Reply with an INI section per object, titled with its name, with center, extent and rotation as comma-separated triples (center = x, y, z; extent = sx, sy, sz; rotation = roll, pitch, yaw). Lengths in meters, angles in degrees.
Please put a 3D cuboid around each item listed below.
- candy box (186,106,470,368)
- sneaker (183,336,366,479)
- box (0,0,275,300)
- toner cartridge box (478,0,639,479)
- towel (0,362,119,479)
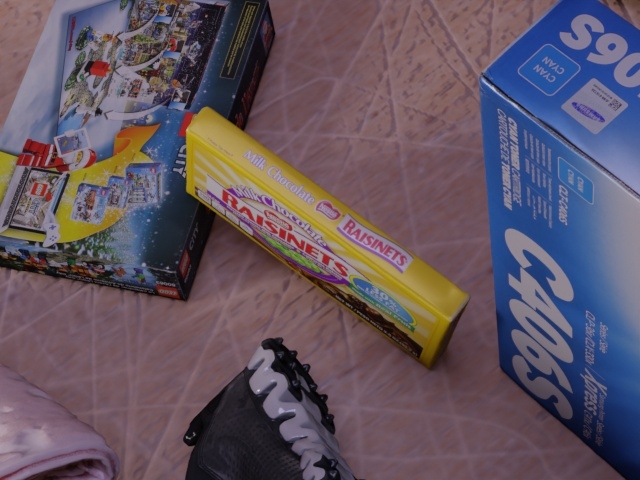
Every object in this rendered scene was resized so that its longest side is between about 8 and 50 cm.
[candy box]
center = 0.000, 0.000, 1.077
extent = 0.206, 0.105, 0.027
rotation = 36, 68, 9
[sneaker]
center = -0.027, 0.159, 1.006
extent = 0.106, 0.078, 0.234
rotation = -38, 34, 7
[box]
center = -0.140, -0.079, 1.199
extent = 0.159, 0.044, 0.233
rotation = 11, 62, 12
[toner cartridge box]
center = 0.175, 0.027, 0.925
extent = 0.075, 0.348, 0.165
rotation = -43, 64, -15
[towel]
center = -0.327, 0.120, 0.961
extent = 0.317, 0.053, 0.332
rotation = -18, 26, -30
